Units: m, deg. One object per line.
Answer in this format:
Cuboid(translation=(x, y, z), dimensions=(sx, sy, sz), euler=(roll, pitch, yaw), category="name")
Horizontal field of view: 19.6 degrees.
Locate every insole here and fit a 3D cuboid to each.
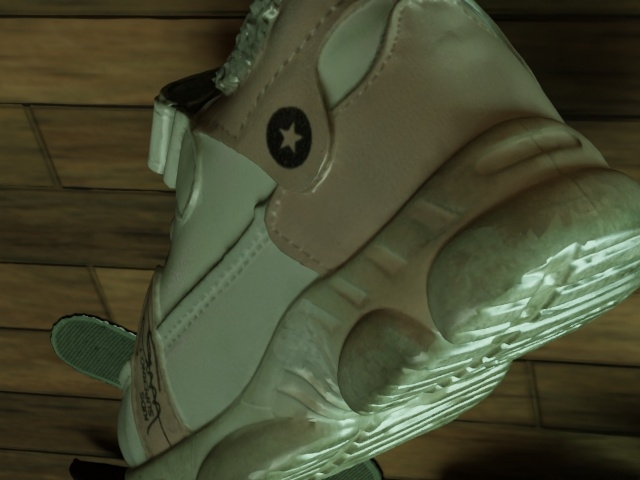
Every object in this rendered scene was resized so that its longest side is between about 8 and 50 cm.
Cuboid(translation=(-0.061, 0.104, 1.144), dimensions=(0.232, 0.003, 0.080), euler=(29, 138, -13), category="insole")

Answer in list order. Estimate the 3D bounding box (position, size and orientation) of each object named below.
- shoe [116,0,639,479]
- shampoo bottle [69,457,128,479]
Cuboid(translation=(0.002, 0.000, 0.883), dimensions=(0.351, 0.172, 0.198), euler=(-38, 72, 46), category="shoe")
Cuboid(translation=(-0.128, 0.276, 1.244), dimensions=(0.153, 0.071, 0.284), euler=(-1, 109, -16), category="shampoo bottle")
